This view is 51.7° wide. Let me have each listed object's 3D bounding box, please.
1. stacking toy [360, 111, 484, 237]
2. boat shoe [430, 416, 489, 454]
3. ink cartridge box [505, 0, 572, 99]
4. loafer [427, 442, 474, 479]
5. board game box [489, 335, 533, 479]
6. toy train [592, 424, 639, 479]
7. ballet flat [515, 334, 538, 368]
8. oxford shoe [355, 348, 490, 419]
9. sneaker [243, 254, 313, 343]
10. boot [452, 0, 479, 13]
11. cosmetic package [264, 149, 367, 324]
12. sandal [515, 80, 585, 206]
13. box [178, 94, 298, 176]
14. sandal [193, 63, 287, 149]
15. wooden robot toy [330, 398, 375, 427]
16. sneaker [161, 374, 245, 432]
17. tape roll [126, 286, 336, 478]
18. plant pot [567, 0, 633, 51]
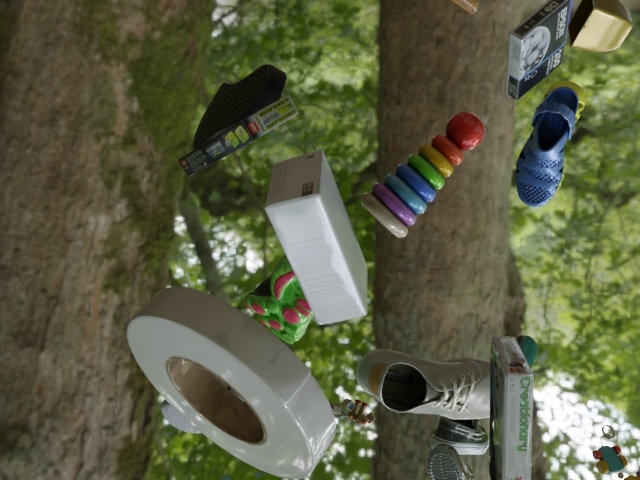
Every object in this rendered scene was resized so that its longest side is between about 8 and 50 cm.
[{"bbox_3d":[0.251,-0.166,1.540,0.141,0.330,0.141,43,-173,-6],"label":"stacking toy"},{"bbox_3d":[0.467,0.612,2.120,0.121,0.119,0.335,16,180,33],"label":"boat shoe"},{"bbox_3d":[0.504,-0.447,1.481,0.045,0.208,0.206,44,170,28],"label":"ink cartridge box"},{"bbox_3d":[0.356,0.626,1.761,0.094,0.251,0.087,-8,-151,29],"label":"loafer"},{"bbox_3d":[0.360,0.359,1.261,0.053,0.305,0.193,-1,-168,7],"label":"board game box"},{"bbox_3d":[0.619,0.451,1.316,0.166,0.046,0.125,32,-129,15],"label":"toy train"},{"bbox_3d":[0.545,0.413,1.969,0.124,0.116,0.342,-39,-172,46],"label":"ballet flat"},{"bbox_3d":[0.309,0.369,1.635,0.449,0.169,0.130,12,-175,-14],"label":"oxford shoe"},{"bbox_3d":[-0.047,0.117,1.637,0.202,0.185,0.483,-44,-178,-28],"label":"sneaker"},{"bbox_3d":[0.118,-0.395,0.951,0.280,0.264,0.096,22,132,-33],"label":"boot"},{"bbox_3d":[0.000,0.000,0.959,0.085,0.231,0.117,-14,-145,14],"label":"cosmetic package"},{"bbox_3d":[0.551,-0.230,1.625,0.126,0.317,0.138,16,-157,22],"label":"sandal"},{"bbox_3d":[-0.141,-0.173,1.107,0.207,0.036,0.114,-17,-163,49],"label":"box"},{"bbox_3d":[-0.165,-0.249,1.383,0.107,0.167,0.446,27,172,-25],"label":"sandal"},{"bbox_3d":[0.115,0.530,2.011,0.173,0.076,0.079,29,174,-24],"label":"wooden robot toy"},{"bbox_3d":[-0.179,0.332,1.534,0.366,0.137,0.210,-8,-148,25],"label":"sneaker"},{"bbox_3d":[-0.151,0.241,1.091,0.392,0.392,0.072,8,-136,40],"label":"tape roll"},{"bbox_3d":[0.488,-0.375,1.142,0.083,0.081,0.081,16,-132,-2],"label":"plant pot"}]
